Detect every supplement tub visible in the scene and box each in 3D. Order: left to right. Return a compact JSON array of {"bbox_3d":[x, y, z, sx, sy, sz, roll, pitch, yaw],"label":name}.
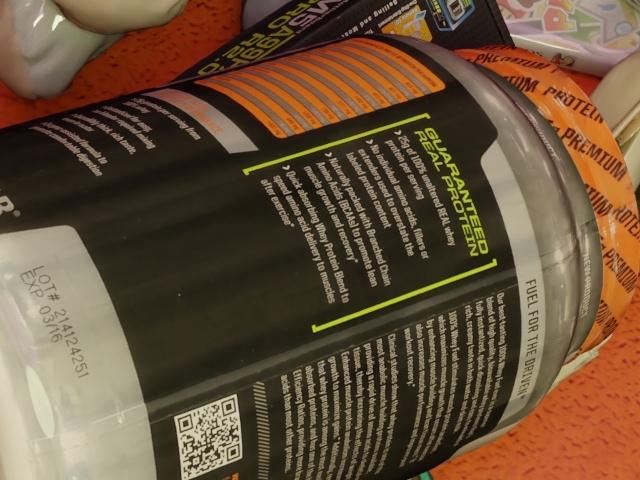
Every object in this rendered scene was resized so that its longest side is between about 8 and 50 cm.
[{"bbox_3d":[-0.029,0.024,0.792,0.316,0.193,0.193,-18,70,-32],"label":"supplement tub"}]

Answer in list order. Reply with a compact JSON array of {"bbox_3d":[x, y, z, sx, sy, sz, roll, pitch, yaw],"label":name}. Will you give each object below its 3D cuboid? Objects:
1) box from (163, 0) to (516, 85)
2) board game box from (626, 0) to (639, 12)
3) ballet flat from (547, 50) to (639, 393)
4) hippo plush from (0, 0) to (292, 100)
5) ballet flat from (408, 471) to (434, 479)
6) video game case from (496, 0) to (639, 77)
[{"bbox_3d":[0.000,0.000,0.963,0.270,0.060,0.216,-35,116,-18],"label":"box"},{"bbox_3d":[0.247,-0.277,1.145,0.193,0.053,0.305,42,69,11],"label":"board game box"},{"bbox_3d":[0.126,0.009,0.954,0.086,0.086,0.248,32,83,7],"label":"ballet flat"},{"bbox_3d":[-0.051,-0.196,1.054,0.237,0.234,0.294,17,82,-32],"label":"hippo plush"},{"bbox_3d":[0.075,0.214,0.950,0.079,0.077,0.221,-35,75,2],"label":"ballet flat"},{"bbox_3d":[0.207,-0.196,1.149,0.206,0.026,0.227,14,67,0],"label":"video game case"}]
